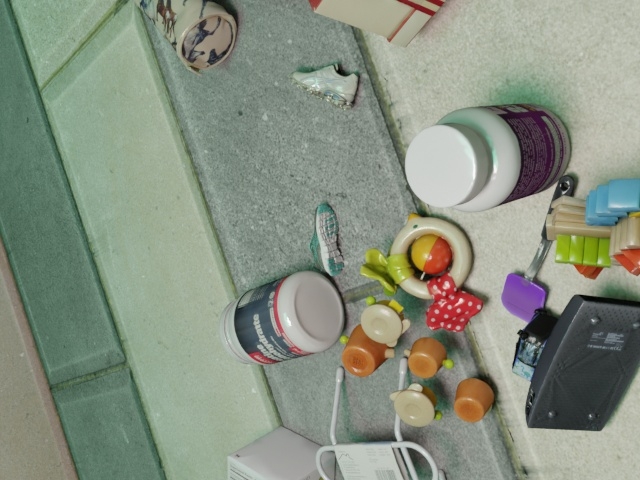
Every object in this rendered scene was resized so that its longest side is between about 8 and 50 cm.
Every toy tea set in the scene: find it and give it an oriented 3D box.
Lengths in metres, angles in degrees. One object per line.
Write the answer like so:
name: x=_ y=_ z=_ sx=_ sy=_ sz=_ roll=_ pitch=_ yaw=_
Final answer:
toy tea set: x=0.197 y=0.254 z=1.370 sx=0.336 sy=0.124 sz=0.200 roll=42 pitch=124 yaw=4

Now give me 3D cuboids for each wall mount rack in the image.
wall mount rack: x=0.130 y=0.438 z=1.502 sx=0.350 sy=0.130 sz=0.304 roll=-19 pitch=91 yaw=43

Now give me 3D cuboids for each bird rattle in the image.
bird rattle: x=0.214 y=0.059 z=1.329 sx=0.253 sy=0.143 sz=0.207 roll=27 pitch=101 yaw=31

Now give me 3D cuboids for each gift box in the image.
gift box: x=0.116 y=-0.539 z=1.178 sx=0.255 sy=0.258 sz=0.276 roll=-39 pitch=54 yaw=42

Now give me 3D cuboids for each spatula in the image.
spatula: x=0.399 y=0.019 z=1.210 sx=0.084 sy=0.030 sz=0.296 roll=29 pitch=119 yaw=32

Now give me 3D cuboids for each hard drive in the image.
hard drive: x=0.450 y=0.207 z=1.130 sx=0.054 sy=0.172 sz=0.255 roll=-116 pitch=37 yaw=-61

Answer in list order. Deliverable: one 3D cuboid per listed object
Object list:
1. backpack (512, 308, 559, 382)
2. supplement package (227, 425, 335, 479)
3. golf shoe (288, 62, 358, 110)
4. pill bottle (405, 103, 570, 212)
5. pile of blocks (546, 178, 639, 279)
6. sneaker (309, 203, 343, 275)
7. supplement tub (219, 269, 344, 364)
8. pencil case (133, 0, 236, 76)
backpack: x=0.398 y=0.201 z=1.208 sx=0.084 sy=0.105 sz=0.114 roll=27 pitch=129 yaw=27
supplement package: x=-0.100 y=0.660 z=1.704 sx=0.198 sy=0.199 sz=0.263 roll=14 pitch=110 yaw=38
golf shoe: x=0.011 y=-0.349 z=1.456 sx=0.176 sy=0.069 sz=0.086 roll=30 pitch=99 yaw=30
pill bottle: x=0.274 y=-0.137 z=1.097 sx=0.169 sy=0.301 sz=0.169 roll=12 pitch=108 yaw=39
pile of blocks: x=0.427 y=-0.004 z=0.983 sx=0.362 sy=0.149 sz=0.113 roll=111 pitch=169 yaw=-76
sneaker: x=0.000 y=0.000 z=1.544 sx=0.076 sy=0.065 sz=0.166 roll=1 pitch=100 yaw=46
supplement tub: x=-0.095 y=0.191 z=1.587 sx=0.272 sy=0.191 sz=0.191 roll=-23 pitch=85 yaw=43
pencil case: x=-0.378 y=-0.597 z=1.660 sx=0.410 sy=0.160 sz=0.183 roll=50 pitch=120 yaw=21
